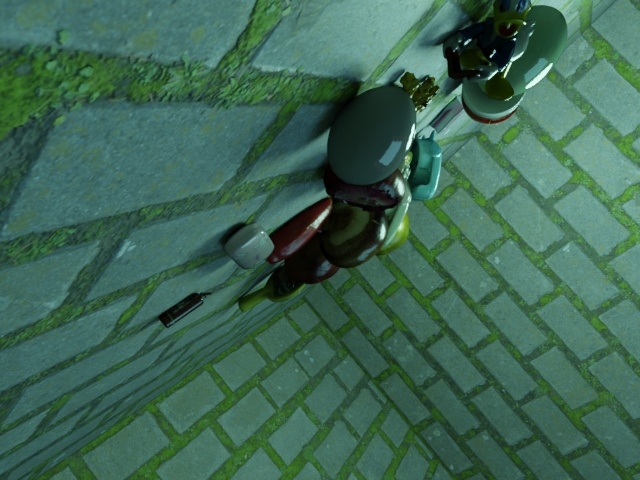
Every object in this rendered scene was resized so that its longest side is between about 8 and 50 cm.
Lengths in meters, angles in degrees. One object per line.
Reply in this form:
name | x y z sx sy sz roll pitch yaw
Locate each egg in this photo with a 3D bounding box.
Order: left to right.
egg | 0.112 -0.228 1.107 0.176 0.176 0.232 -32 160 -47
egg | 0.575 -0.540 1.472 0.282 0.203 0.203 -44 171 31

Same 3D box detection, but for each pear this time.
pear | 0.290 -0.077 2.457 0.294 0.294 0.294 -40 172 -7

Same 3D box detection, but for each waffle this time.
waffle | 0.198 -0.329 1.353 0.260 0.069 0.293 -46 169 31

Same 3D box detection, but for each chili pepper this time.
chili pepper | -0.077 -0.022 1.672 0.368 0.092 0.137 -35 -174 -14

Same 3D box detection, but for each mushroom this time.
mushroom | 0.101 -0.038 1.797 0.163 0.278 0.297 73 25 -53

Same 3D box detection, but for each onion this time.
onion | 0.121 -0.166 1.424 0.248 0.161 0.248 -6 166 -2

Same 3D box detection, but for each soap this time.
soap | 0.500 -0.485 1.954 0.100 0.056 0.149 -35 171 -49

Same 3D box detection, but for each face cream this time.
face cream | 0.569 -0.497 1.685 0.201 0.201 0.187 -42 172 12

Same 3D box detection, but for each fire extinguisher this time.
fire extinguisher | -0.398 0.197 1.503 0.158 0.043 0.064 -36 -160 -30

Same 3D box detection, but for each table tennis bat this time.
table tennis bat | -0.192 0.194 2.148 0.368 0.054 0.224 -29 -146 11

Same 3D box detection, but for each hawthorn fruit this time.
hawthorn fruit | -0.039 0.089 2.001 0.248 0.208 0.208 -50 171 4

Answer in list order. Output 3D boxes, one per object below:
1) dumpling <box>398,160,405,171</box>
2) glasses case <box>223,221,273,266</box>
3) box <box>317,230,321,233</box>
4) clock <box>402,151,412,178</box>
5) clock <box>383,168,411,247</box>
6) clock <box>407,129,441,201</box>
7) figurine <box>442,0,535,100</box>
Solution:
dumpling | 0.173 -0.207 1.589 0.215 0.126 0.166 -25 -147 -11
glasses case | -0.190 0.019 1.389 0.113 0.075 0.297 -38 171 -5
box | 0.000 0.000 2.234 0.141 0.058 0.201 -47 169 36
clock | 0.241 -0.241 1.811 0.231 0.103 0.144 -38 147 -14
clock | 0.238 -0.148 1.982 0.324 0.108 0.265 -65 -160 9
clock | 0.389 -0.292 1.997 0.223 0.094 0.274 177 -78 -78
figurine | 0.404 -0.500 1.226 0.283 0.204 0.338 -30 156 -21
